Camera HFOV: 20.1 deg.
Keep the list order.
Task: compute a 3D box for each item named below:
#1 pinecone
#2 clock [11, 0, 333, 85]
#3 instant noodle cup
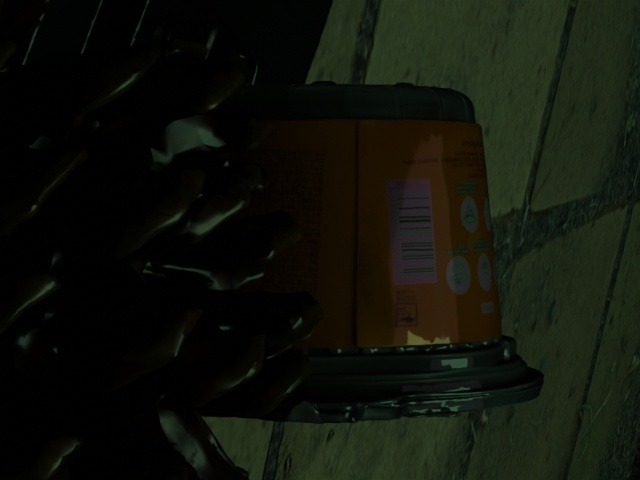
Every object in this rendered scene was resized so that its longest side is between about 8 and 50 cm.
[{"bbox_3d":[-0.089,0.012,0.576,0.185,0.168,0.212,-40,122,9],"label":"pinecone"},{"bbox_3d":[-0.067,-0.064,0.795,0.273,0.049,0.279,46,61,-67],"label":"clock"},{"bbox_3d":[0.000,0.000,0.730,0.208,0.177,0.125,-174,-97,-76],"label":"instant noodle cup"}]
